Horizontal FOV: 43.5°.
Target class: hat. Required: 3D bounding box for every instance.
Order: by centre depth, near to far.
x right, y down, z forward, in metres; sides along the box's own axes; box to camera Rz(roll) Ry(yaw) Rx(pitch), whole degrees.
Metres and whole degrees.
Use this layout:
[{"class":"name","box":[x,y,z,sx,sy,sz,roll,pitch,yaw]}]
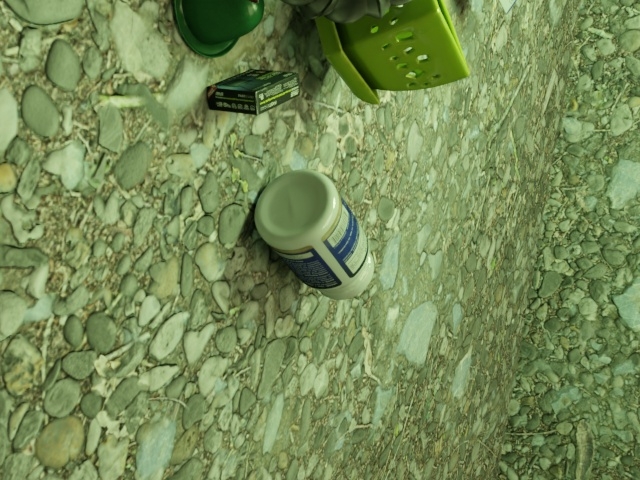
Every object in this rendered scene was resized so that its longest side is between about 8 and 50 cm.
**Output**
[{"class":"hat","box":[-0.087,-0.334,1.122,0.208,0.183,0.173,-59,145,-31]}]

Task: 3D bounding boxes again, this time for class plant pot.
[{"class":"plant pot","box":[0.109,-0.383,1.385,0.227,0.207,0.228,36,38,-61]}]

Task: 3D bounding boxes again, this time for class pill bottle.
[{"class":"pill bottle","box":[0.000,0.000,1.442,0.153,0.153,0.265,-67,150,-20]}]

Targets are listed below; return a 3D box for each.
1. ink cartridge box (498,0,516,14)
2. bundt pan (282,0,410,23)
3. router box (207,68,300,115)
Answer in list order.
[{"class":"ink cartridge box","box":[0.434,-0.768,1.892,0.324,0.071,0.330,-56,135,-13]},{"class":"bundt pan","box":[0.048,-0.438,1.104,0.331,0.331,0.124,61,10,-51]},{"class":"router box","box":[-0.101,-0.230,1.233,0.122,0.092,0.038,-39,133,-50]}]
